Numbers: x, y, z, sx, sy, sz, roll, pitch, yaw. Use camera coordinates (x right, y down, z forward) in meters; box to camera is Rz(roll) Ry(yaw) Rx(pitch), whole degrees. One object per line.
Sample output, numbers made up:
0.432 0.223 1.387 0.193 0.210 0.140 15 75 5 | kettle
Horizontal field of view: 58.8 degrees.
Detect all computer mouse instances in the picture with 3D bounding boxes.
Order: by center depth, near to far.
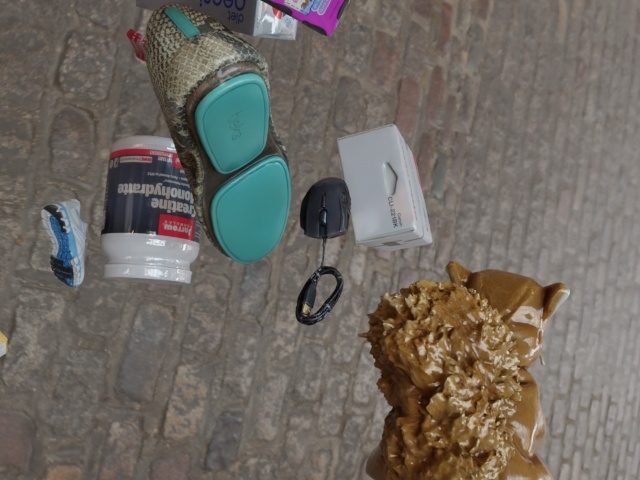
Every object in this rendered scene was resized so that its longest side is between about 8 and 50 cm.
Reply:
0.000 0.000 0.731 0.041 0.071 0.242 74 16 -47 | computer mouse

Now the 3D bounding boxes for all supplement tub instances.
-0.332 -0.055 1.130 0.191 0.191 0.272 10 79 -41 | supplement tub

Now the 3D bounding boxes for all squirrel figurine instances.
0.223 0.196 0.801 0.397 0.281 0.370 44 65 -53 | squirrel figurine

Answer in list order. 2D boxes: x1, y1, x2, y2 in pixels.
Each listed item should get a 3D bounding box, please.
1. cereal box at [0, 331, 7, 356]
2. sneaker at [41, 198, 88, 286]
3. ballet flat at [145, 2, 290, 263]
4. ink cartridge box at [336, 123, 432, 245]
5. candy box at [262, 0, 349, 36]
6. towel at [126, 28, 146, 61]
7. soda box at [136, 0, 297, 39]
-0.569 0.147 0.733 0.173 0.047 0.240 42 45 10 | cereal box
-0.494 0.004 1.139 0.083 0.071 0.191 -51 151 -58 | sneaker
-0.139 -0.137 0.811 0.164 0.182 0.483 -33 159 -13 | ballet flat
0.133 -0.089 1.107 0.273 0.114 0.197 17 62 -73 | ink cartridge box
-0.053 -0.302 0.488 0.233 0.071 0.159 13 115 -43 | candy box
-0.252 -0.321 1.138 0.275 0.199 0.031 29 92 -17 | towel
-0.161 -0.378 0.858 0.091 0.286 0.098 -17 126 -48 | soda box
